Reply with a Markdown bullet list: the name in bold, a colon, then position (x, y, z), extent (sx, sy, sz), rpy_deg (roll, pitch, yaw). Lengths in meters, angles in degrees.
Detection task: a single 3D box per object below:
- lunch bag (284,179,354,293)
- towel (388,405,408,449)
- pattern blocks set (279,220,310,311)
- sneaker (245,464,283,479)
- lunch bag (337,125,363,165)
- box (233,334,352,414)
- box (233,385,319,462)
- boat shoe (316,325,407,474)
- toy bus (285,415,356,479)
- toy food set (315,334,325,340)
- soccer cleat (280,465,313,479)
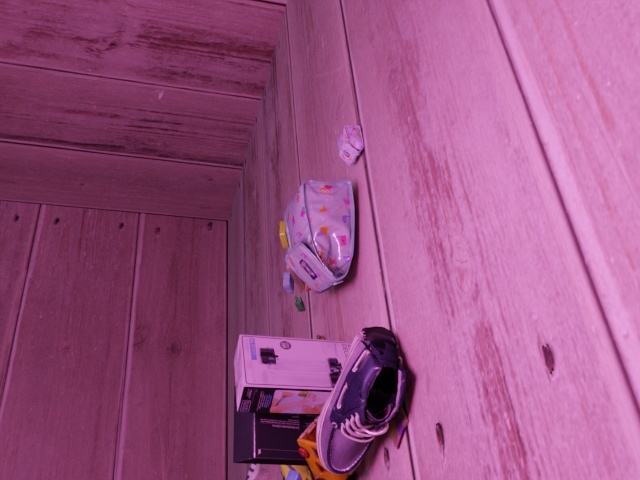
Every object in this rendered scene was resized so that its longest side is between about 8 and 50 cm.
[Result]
- **lunch bag**: position (0.000, 0.000, 1.609), extent (0.223, 0.160, 0.262), rpy_deg (136, 129, -68)
- **towel**: position (0.152, 0.361, 1.222), extent (0.060, 0.010, 0.083), rpy_deg (-112, 31, -60)
- **pattern blocks set**: position (-0.064, 0.044, 1.826), extent (0.285, 0.026, 0.324), rpy_deg (61, -156, -57)
- **sneaker**: position (-0.178, 0.746, 2.097), extent (0.148, 0.131, 0.349), rpy_deg (-95, 23, -55)
- **lunch bag**: position (0.077, -0.244, 1.602), extent (0.071, 0.053, 0.083), rpy_deg (124, 138, -63)
- **box**: position (-0.046, 0.309, 1.429), extent (0.169, 0.290, 0.087), rpy_deg (-105, 27, -55)
- **box**: position (-0.077, 0.448, 1.516), extent (0.103, 0.261, 0.184), rpy_deg (-34, 50, 43)
- **boat shoe**: position (0.077, 0.351, 1.234), extent (0.158, 0.127, 0.340), rpy_deg (-108, 30, -73)
- **toy bus**: position (0.035, 0.497, 1.410), extent (0.104, 0.202, 0.190), rpy_deg (-1, 75, 44)
- **toy food set**: position (-0.003, 0.312, 1.771), extent (0.083, 0.020, 0.082), rpy_deg (110, 159, -43)
- **soccer cleat**: position (-0.056, 0.680, 1.774), extent (0.121, 0.093, 0.289), rpy_deg (-33, 41, 31)
